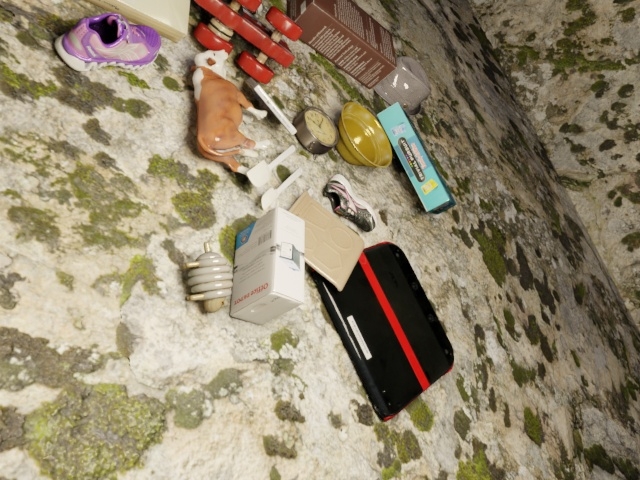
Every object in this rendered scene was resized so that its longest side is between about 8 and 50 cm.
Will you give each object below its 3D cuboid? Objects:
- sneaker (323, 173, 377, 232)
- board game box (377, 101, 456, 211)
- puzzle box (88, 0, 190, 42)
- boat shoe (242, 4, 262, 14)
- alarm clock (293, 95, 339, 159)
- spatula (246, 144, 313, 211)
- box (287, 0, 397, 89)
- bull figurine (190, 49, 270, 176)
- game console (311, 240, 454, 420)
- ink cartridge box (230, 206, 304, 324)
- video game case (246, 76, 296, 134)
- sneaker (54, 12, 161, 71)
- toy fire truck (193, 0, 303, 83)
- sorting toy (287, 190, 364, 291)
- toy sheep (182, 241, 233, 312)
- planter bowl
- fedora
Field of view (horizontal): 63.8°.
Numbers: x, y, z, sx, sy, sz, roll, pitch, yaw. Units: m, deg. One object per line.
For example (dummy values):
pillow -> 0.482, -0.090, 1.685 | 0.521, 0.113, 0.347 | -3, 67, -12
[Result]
sneaker -> 0.070, -0.085, 1.365 | 0.178, 0.072, 0.077 | 47, 51, -1
board game box -> 0.314, -0.251, 1.646 | 0.336, 0.079, 0.253 | 64, 17, 9
puzzle box -> -0.472, -0.640, 1.112 | 0.408, 0.052, 0.272 | 15, 70, -41
boat shoe -> -0.255, -0.706, 1.428 | 0.219, 0.077, 0.070 | 41, 75, -34
alarm clock -> -0.018, -0.317, 1.415 | 0.129, 0.064, 0.192 | 8, 62, -43
spatula -> -0.088, -0.125, 1.217 | 0.168, 0.019, 0.242 | 66, 30, -18
box -> 0.074, -0.691, 1.707 | 0.381, 0.143, 0.191 | 26, 49, -36
bull figurine -> -0.212, -0.290, 1.162 | 0.188, 0.101, 0.311 | 24, 49, -37
game console -> 0.166, 0.201, 1.281 | 0.341, 0.060, 0.387 | -18, 78, -44
ink cartridge box -> -0.104, 0.052, 1.017 | 0.082, 0.139, 0.191 | 25, 49, -36
video game case -> -0.123, -0.335, 1.272 | 0.143, 0.019, 0.157 | 48, 5, -27
sneaker -> -0.405, -0.408, 1.036 | 0.095, 0.104, 0.236 | 55, 38, -1
toy fire truck -> -0.201, -0.563, 1.338 | 0.302, 0.169, 0.254 | 27, 22, -31
sorting toy -> 0.000, 0.000, 1.209 | 0.208, 0.038, 0.193 | 42, 40, -7
toy sheep -> -0.205, 0.067, 0.946 | 0.091, 0.091, 0.132 | -4, 87, -48
planter bowl -> 0.107, -0.288, 1.505 | 0.217, 0.090, 0.217 | 29, 45, -34
fedora -> 0.313, -0.594, 1.902 | 0.275, 0.124, 0.244 | 26, 48, -33
